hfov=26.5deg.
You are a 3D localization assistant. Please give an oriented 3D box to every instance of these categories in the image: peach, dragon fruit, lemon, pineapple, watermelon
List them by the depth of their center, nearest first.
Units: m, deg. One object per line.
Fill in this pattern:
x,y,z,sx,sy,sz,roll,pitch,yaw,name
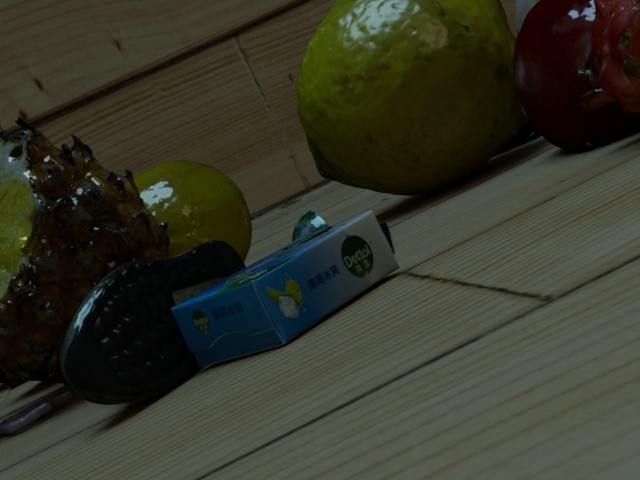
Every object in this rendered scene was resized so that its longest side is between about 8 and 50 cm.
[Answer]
0.392,-0.225,1.497,0.205,0.210,0.268,-7,-14,-41,dragon fruit
-0.364,0.034,1.721,0.352,0.352,0.300,-23,-33,32,pineapple
0.377,-0.250,1.772,0.258,0.201,0.362,-27,5,-6,peach
0.000,0.000,2.024,0.085,0.085,0.061,-23,-24,25,watermelon
0.131,-0.231,2.075,0.387,0.350,0.350,-42,0,15,lemon
-0.222,-0.012,2.144,0.236,0.236,0.263,-23,32,30,lemon

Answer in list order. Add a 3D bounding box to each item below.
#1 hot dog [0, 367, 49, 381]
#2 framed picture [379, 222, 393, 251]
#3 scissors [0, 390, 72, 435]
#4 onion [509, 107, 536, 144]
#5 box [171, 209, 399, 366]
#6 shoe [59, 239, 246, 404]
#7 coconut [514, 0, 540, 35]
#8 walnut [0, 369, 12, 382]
-0.384,0.138,2.018,0.175,0.114,0.259,-22,-1,22,hot dog
-0.026,0.047,1.757,0.255,0.014,0.338,-25,5,4,framed picture
-0.398,0.229,1.638,0.212,0.021,0.110,-23,3,20,scissors
0.314,-0.239,2.361,0.280,0.146,0.314,-27,7,29,onion
-0.034,0.050,1.392,0.139,0.073,0.194,-21,6,45,box
-0.205,0.102,1.451,0.171,0.132,0.336,-28,1,27,shoe
0.450,-0.356,2.056,0.297,0.297,0.309,-26,3,-2,coconut
-0.509,0.123,2.288,0.244,0.221,0.269,-32,13,47,walnut
